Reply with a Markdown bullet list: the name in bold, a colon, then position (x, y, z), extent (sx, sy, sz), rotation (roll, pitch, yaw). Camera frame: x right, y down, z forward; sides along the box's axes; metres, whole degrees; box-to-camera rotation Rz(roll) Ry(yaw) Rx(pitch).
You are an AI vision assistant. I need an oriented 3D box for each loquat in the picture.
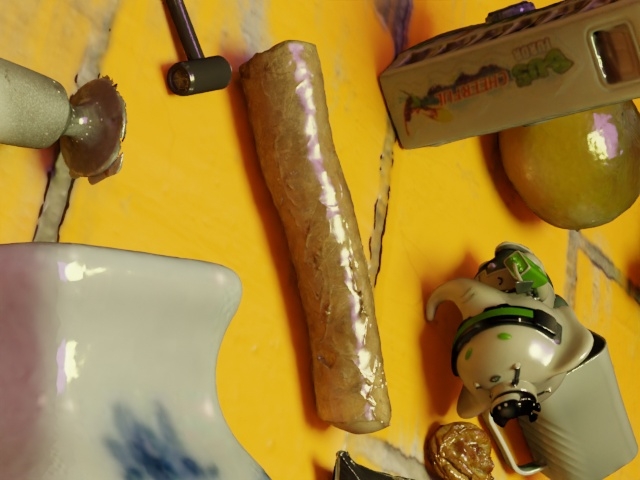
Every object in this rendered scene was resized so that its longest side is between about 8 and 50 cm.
- **loquat**: position (0.245, -0.103, 1.226), extent (0.152, 0.152, 0.195), rotation (-35, 116, -50)

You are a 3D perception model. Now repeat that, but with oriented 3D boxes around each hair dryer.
- **hair dryer**: position (-0.096, -0.146, 0.895), extent (0.047, 0.026, 0.083), rotation (-20, 93, -53)

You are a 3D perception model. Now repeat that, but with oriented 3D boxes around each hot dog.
- **hot dog**: position (0.127, 0.191, 1.079), extent (0.083, 0.035, 0.058), rotation (34, 50, -43)

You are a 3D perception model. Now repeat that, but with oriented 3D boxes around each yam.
- **yam**: position (0.000, 0.000, 0.943), extent (0.066, 0.066, 0.300), rotation (-16, 93, -53)

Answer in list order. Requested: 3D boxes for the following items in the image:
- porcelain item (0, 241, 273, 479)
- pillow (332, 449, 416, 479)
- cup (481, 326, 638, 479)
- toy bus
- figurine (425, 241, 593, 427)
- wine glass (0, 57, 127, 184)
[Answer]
- **porcelain item**: position (-0.126, 0.212, 0.631), extent (0.242, 0.178, 0.405), rotation (11, 71, -50)
- **pillow**: position (0.054, 0.222, 0.968), extent (0.150, 0.048, 0.090), rotation (22, 55, -43)
- **cup**: position (0.217, 0.160, 1.159), extent (0.128, 0.095, 0.129), rotation (-29, 109, -14)
- **toy bus**: position (0.205, -0.153, 1.033), extent (0.136, 0.329, 0.109), rotation (-26, 101, -42)
- **figurine**: position (0.163, 0.081, 1.080), extent (0.126, 0.147, 0.192), rotation (33, 35, -23)
- **wine glass**: position (-0.187, -0.079, 0.720), extent (0.155, 0.072, 0.072), rotation (14, 70, -49)
